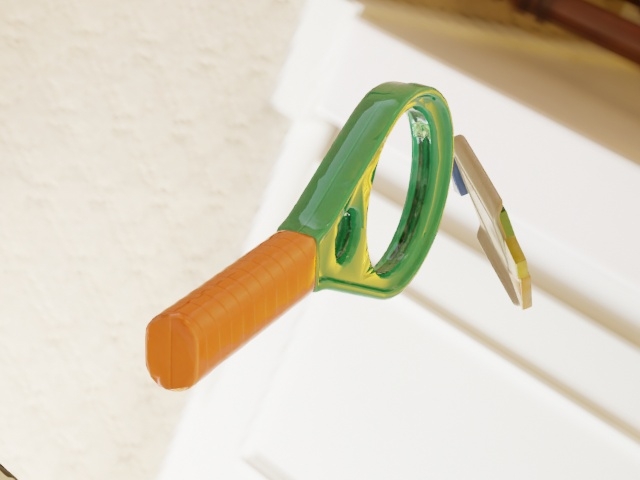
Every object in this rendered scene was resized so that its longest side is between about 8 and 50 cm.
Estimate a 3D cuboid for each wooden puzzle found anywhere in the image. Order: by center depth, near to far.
[{"bbox_3d":[0.089,-0.010,0.878,0.014,0.116,0.078,-22,138,-2],"label":"wooden puzzle"}]

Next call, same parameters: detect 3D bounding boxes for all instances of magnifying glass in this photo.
[{"bbox_3d":[0.000,0.000,0.668,0.231,0.026,0.092,-39,137,-57],"label":"magnifying glass"}]

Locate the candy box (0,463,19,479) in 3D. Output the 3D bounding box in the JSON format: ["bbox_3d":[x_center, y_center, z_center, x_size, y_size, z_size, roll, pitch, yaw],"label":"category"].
[{"bbox_3d":[-0.259,0.115,0.800,0.070,0.196,0.165,-40,-169,33],"label":"candy box"}]
